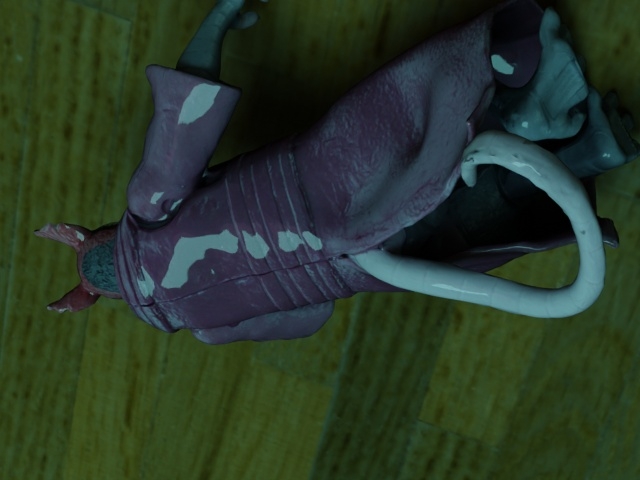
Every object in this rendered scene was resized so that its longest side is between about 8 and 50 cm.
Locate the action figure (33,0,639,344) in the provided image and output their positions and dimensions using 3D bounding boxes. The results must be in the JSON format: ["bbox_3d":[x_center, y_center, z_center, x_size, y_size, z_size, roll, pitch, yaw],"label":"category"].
[{"bbox_3d":[0.000,0.000,1.129,0.370,0.276,0.248,-18,126,16],"label":"action figure"}]
